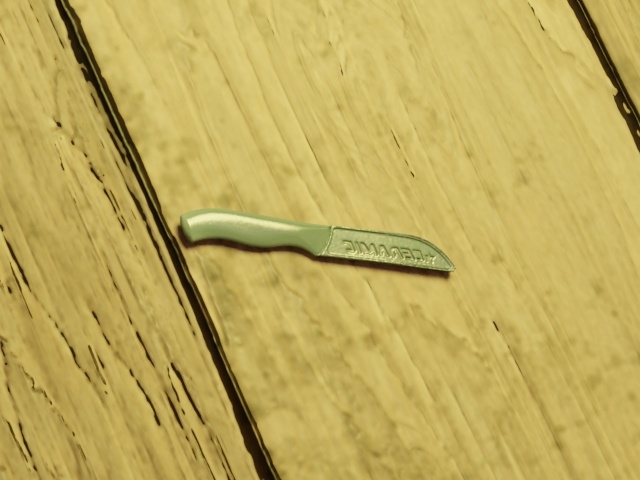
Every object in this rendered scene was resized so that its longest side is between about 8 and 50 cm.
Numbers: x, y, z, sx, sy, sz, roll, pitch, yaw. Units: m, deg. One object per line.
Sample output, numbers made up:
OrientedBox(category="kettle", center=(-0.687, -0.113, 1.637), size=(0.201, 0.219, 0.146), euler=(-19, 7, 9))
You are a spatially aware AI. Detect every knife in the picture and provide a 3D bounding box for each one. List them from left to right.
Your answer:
OrientedBox(category="knife", center=(0.000, 0.000, 1.125), size=(0.210, 0.015, 0.028), euler=(7, 65, -16))
